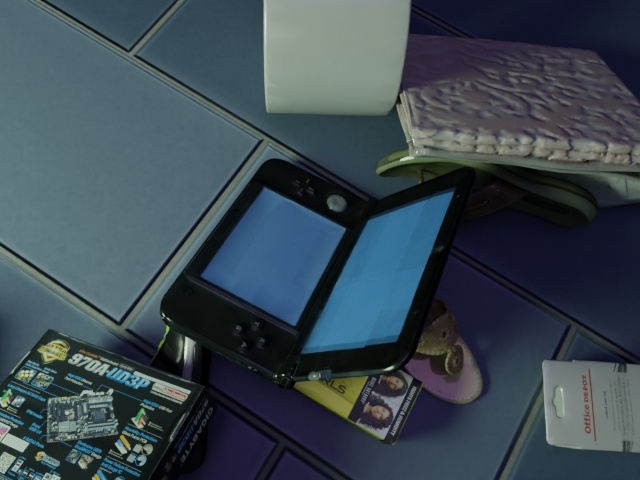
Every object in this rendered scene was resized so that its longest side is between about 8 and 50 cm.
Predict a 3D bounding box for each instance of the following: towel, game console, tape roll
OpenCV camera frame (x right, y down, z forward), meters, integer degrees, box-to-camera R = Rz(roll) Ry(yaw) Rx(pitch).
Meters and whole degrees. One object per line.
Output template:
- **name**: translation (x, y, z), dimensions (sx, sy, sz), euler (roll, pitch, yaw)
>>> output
- **towel**: translation (0.260, -0.196, 0.746), dimensions (0.332, 0.053, 0.316), euler (5, 42, -4)
- **game console**: translation (0.000, 0.000, 0.622), dimensions (0.250, 0.173, 0.293), euler (27, 52, 2)
- **tape roll**: translation (0.012, -0.290, 0.726), dimensions (0.169, 0.246, 0.246), euler (0, 71, -3)

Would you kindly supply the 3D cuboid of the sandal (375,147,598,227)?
- **sandal**: translation (0.220, -0.059, 0.735), dimensions (0.303, 0.120, 0.086), euler (17, 85, 1)

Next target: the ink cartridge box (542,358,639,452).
- **ink cartridge box**: translation (0.352, 0.206, 0.679), dimensions (0.180, 0.060, 0.104), euler (5, 72, -3)

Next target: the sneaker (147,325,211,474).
- **sneaker**: translation (-0.183, 0.158, 0.644), dimensions (0.097, 0.084, 0.234), euler (0, 71, -3)

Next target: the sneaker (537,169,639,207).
- **sneaker**: translation (0.466, -0.112, 0.740), dimensions (0.293, 0.169, 0.108), euler (4, 73, -1)

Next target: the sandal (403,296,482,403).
- **sandal**: translation (0.125, 0.100, 0.688), dimensions (0.088, 0.079, 0.240), euler (-30, 76, -13)

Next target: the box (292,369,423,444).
- **box**: translation (0.001, 0.154, 0.672), dimensions (0.232, 0.058, 0.087), euler (30, 72, 6)

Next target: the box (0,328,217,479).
- **box**: translation (-0.245, 0.199, 0.554), dimensions (0.220, 0.051, 0.175), euler (13, 51, 20)
